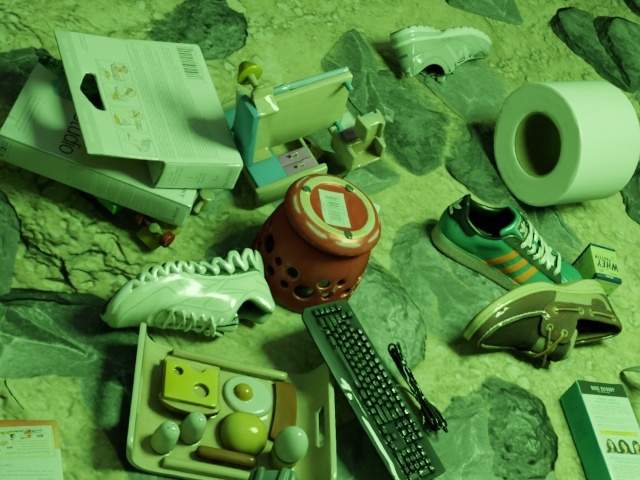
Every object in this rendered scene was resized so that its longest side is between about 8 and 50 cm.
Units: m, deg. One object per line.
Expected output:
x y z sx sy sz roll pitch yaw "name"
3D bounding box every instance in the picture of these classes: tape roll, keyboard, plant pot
0.486 -0.194 2.371 0.169 0.246 0.246 -6 54 -33 "tape roll"
0.104 0.229 1.867 0.201 0.033 0.317 -6 61 -53 "keyboard"
0.000 0.000 1.970 0.191 0.174 0.191 17 44 -18 "plant pot"

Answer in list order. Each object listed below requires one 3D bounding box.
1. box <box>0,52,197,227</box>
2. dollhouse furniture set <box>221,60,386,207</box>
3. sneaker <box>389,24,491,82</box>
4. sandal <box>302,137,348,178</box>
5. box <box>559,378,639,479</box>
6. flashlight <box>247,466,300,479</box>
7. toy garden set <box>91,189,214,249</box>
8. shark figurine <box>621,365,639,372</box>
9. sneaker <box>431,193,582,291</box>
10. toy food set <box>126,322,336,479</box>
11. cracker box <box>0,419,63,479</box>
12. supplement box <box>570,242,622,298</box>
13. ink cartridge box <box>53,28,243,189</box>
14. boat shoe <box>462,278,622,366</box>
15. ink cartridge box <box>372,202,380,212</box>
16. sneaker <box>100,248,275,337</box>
-0.342 -0.167 1.951 0.322 0.058 0.232 22 42 -11 "box"
-0.039 -0.249 2.020 0.286 0.303 0.198 -22 64 -19 "dollhouse furniture set"
0.258 -0.393 2.563 0.281 0.105 0.115 -7 88 -39 "sneaker"
-0.045 -0.162 2.177 0.219 0.060 0.090 19 44 -13 "sandal"
0.487 0.352 1.993 0.100 0.060 0.244 8 47 -23 "box"
-0.084 0.442 1.557 0.103 0.103 0.304 25 42 -8 "flashlight"
-0.270 -0.090 1.996 0.204 0.049 0.244 41 42 13 "toy garden set"
0.570 0.321 2.047 0.166 0.116 0.278 32 37 -53 "shark figurine"
0.360 0.015 2.193 0.302 0.121 0.108 24 43 -8 "sneaker"
-0.126 0.238 1.731 0.306 0.092 0.220 15 45 -18 "toy food set"
-0.403 0.339 1.500 0.155 0.067 0.232 5 47 -25 "cracker box"
0.518 0.066 2.262 0.056 0.083 0.083 14 46 -16 "supplement box"
-0.287 -0.212 1.935 0.261 0.066 0.296 2 47 -29 "ink cartridge box"
0.400 0.152 2.093 0.342 0.123 0.123 -4 51 -40 "boat shoe"
0.035 -0.043 2.116 0.122 0.052 0.088 24 43 -6 "ink cartridge box"
-0.193 0.095 1.828 0.292 0.110 0.118 -12 66 -36 "sneaker"
